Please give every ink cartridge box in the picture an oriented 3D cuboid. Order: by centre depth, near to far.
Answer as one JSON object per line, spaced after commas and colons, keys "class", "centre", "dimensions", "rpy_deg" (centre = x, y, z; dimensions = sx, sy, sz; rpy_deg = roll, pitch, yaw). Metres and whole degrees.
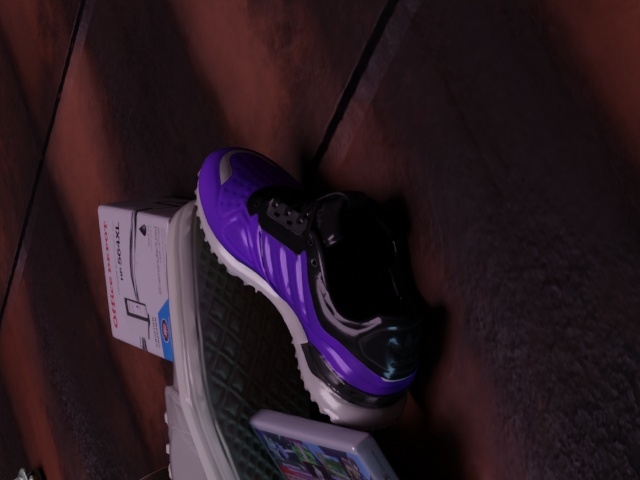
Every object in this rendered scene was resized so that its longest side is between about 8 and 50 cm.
{"class": "ink cartridge box", "centre": [-0.148, 0.037, 1.640], "dimensions": [0.203, 0.086, 0.148], "rpy_deg": [9, 106, 62]}

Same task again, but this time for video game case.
{"class": "video game case", "centre": [0.033, 0.222, 1.316], "dimensions": [0.183, 0.023, 0.201], "rpy_deg": [59, 159, -15]}

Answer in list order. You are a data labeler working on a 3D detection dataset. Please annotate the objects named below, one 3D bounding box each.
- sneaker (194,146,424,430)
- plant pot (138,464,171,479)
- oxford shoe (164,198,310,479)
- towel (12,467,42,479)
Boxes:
{"class": "sneaker", "centre": [0.001, 0.000, 1.317], "dimensions": [0.293, 0.102, 0.146], "rpy_deg": [54, 144, 31]}
{"class": "plant pot", "centre": [-0.124, 0.331, 1.618], "dimensions": [0.165, 0.167, 0.167], "rpy_deg": [56, 145, 27]}
{"class": "oxford shoe", "centre": [-0.083, 0.186, 1.451], "dimensions": [0.130, 0.169, 0.449], "rpy_deg": [-10, 92, 36]}
{"class": "towel", "centre": [-0.423, 0.513, 2.412], "dimensions": [0.248, 0.038, 0.324], "rpy_deg": [-40, 62, 61]}
